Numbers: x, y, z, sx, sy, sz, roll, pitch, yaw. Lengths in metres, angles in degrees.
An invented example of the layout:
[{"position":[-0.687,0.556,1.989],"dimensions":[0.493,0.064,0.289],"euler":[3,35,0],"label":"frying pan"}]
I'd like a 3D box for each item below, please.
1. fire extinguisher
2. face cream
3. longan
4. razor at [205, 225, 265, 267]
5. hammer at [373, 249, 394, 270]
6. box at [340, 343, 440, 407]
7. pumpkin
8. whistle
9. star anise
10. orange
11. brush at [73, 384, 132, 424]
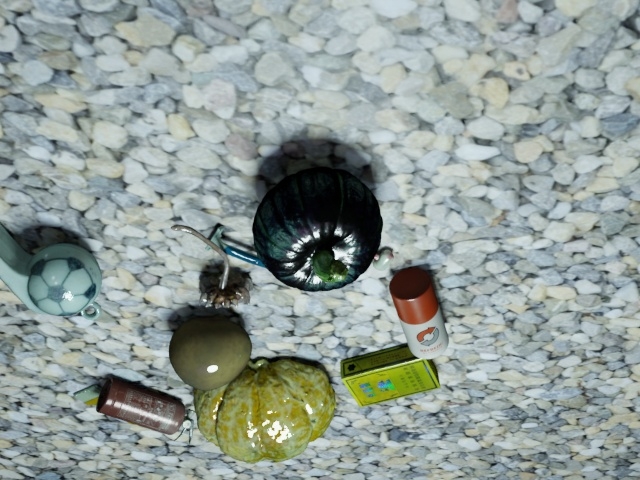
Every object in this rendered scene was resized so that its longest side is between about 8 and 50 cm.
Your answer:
[{"position":[-0.444,0.450,1.773],"dimensions":[0.269,0.105,0.105],"euler":[27,128,-25],"label":"fire extinguisher"},{"position":[0.222,0.165,1.515],"dimensions":[0.095,0.096,0.214],"euler":[-13,132,12],"label":"face cream"},{"position":[-0.251,0.254,1.547],"dimensions":[0.189,0.189,0.189],"euler":[-1,134,-1],"label":"longan"},{"position":[-0.143,0.034,1.423],"dimensions":[0.191,0.037,0.068],"euler":[24,128,-22],"label":"razor"},{"position":[0.112,0.032,1.433],"dimensions":[0.083,0.031,0.052],"euler":[27,124,-16],"label":"hammer"},{"position":[0.175,0.337,1.702],"dimensions":[0.219,0.064,0.141],"euler":[-19,131,14],"label":"box"},{"position":[0.000,0.000,1.250],"dimensions":[0.247,0.248,0.248],"euler":[-1,134,-1],"label":"pumpkin"},{"position":[-0.544,0.054,1.368],"dimensions":[0.163,0.163,0.290],"euler":[-25,115,21],"label":"whistle"},{"position":[-0.228,0.042,1.403],"dimensions":[0.148,0.218,0.228],"euler":[17,117,32],"label":"star anise"},{"position":[-0.141,0.449,1.708],"dimensions":[0.368,0.210,0.271],"euler":[-5,131,1],"label":"orange"},{"position":[-0.567,0.453,1.836],"dimensions":[0.083,0.011,0.205],"euler":[-25,130,20],"label":"brush"}]
